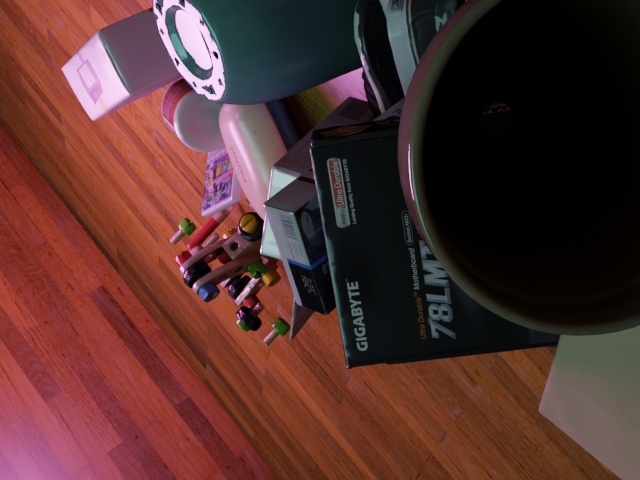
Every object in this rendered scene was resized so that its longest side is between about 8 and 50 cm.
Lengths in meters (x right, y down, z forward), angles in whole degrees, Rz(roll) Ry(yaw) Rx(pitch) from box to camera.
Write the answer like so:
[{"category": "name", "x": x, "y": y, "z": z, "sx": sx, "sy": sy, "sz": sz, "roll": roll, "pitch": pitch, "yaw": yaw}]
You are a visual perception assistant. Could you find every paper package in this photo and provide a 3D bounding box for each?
[{"category": "paper package", "x": 0.425, "y": 0.150, "z": 1.062, "sx": 0.325, "sy": 0.168, "sz": 0.309, "roll": 40, "pitch": 141, "yaw": 34}]

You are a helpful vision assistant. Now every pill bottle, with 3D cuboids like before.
[{"category": "pill bottle", "x": -0.237, "y": -0.248, "z": 1.929, "sx": 0.121, "sy": 0.121, "sz": 0.216, "roll": 68, "pitch": 170, "yaw": -23}]

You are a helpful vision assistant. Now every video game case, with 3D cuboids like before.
[{"category": "video game case", "x": -0.186, "y": -0.150, "z": 1.977, "sx": 0.201, "sy": 0.023, "sz": 0.183, "roll": 163, "pitch": 114, "yaw": -65}]

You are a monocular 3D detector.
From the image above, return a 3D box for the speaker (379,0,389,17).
[{"category": "speaker", "x": 0.120, "y": -0.274, "z": 1.318, "sx": 0.055, "sy": 0.055, "sz": 0.136, "roll": 14, "pitch": 132, "yaw": 58}]

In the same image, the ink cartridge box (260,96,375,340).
[{"category": "ink cartridge box", "x": 0.001, "y": -0.039, "z": 1.473, "sx": 0.066, "sy": 0.296, "sz": 0.261, "roll": 18, "pitch": 121, "yaw": 15}]

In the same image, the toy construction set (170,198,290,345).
[{"category": "toy construction set", "x": -0.159, "y": 0.004, "z": 2.094, "sx": 0.257, "sy": 0.237, "sz": 0.309, "roll": 36, "pitch": -169, "yaw": -42}]

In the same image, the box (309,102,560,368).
[{"category": "box", "x": 0.153, "y": -0.005, "z": 1.194, "sx": 0.073, "sy": 0.293, "sz": 0.295, "roll": -87, "pitch": -11, "yaw": -70}]

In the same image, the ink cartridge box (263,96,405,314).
[{"category": "ink cartridge box", "x": 0.078, "y": -0.063, "z": 1.333, "sx": 0.065, "sy": 0.332, "sz": 0.165, "roll": 16, "pitch": 136, "yaw": 42}]

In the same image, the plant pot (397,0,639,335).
[{"category": "plant pot", "x": 0.207, "y": -0.102, "z": 0.958, "sx": 0.323, "sy": 0.323, "sz": 0.280, "roll": 64, "pitch": 176, "yaw": -15}]

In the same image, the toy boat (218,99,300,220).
[{"category": "toy boat", "x": -0.051, "y": -0.142, "z": 1.736, "sx": 0.318, "sy": 0.148, "sz": 0.267, "roll": 20, "pitch": 132, "yaw": 65}]

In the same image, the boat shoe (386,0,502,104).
[{"category": "boat shoe", "x": 0.174, "y": -0.180, "z": 1.263, "sx": 0.105, "sy": 0.113, "sz": 0.306, "roll": -2, "pitch": 131, "yaw": 24}]

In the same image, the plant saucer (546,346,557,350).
[{"category": "plant saucer", "x": 0.249, "y": 0.032, "z": 1.343, "sx": 0.258, "sy": 0.048, "sz": 0.259, "roll": 14, "pitch": 140, "yaw": 16}]

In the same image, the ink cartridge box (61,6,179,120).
[{"category": "ink cartridge box", "x": -0.329, "y": -0.345, "z": 1.888, "sx": 0.131, "sy": 0.226, "sz": 0.306, "roll": 63, "pitch": 157, "yaw": -9}]

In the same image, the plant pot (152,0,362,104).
[{"category": "plant pot", "x": -0.094, "y": -0.329, "z": 1.440, "sx": 0.293, "sy": 0.235, "sz": 0.293, "roll": 43, "pitch": 152, "yaw": 29}]

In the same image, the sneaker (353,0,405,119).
[{"category": "sneaker", "x": 0.080, "y": -0.237, "z": 1.406, "sx": 0.097, "sy": 0.084, "sz": 0.235, "roll": 28, "pitch": 143, "yaw": 51}]
